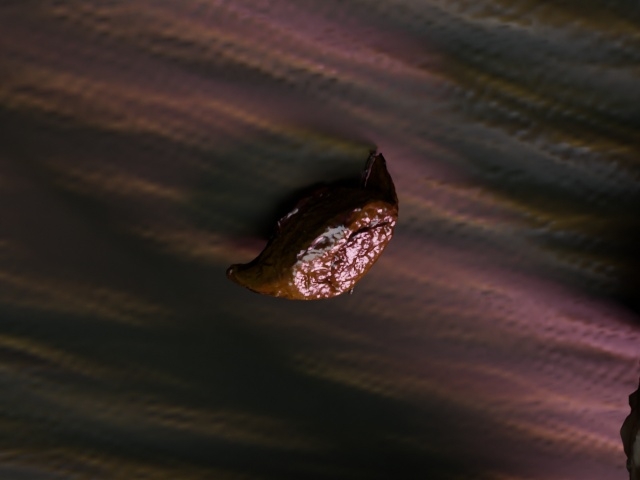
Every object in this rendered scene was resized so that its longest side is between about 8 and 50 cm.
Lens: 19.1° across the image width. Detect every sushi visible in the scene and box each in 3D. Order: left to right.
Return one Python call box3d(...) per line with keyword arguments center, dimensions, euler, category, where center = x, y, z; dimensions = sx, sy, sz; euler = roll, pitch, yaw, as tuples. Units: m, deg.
box3d(center=(0.000, 0.000, 0.970), dimensions=(0.099, 0.047, 0.050), euler=(-33, 136, -8), category="sushi")

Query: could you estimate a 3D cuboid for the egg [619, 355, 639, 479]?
box3d(center=(0.298, 0.077, 0.946), dimensions=(0.310, 0.279, 0.279), euler=(-18, 124, -2), category="egg")
